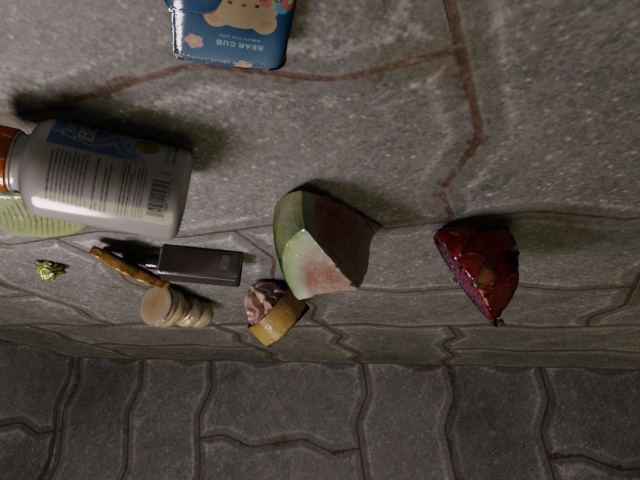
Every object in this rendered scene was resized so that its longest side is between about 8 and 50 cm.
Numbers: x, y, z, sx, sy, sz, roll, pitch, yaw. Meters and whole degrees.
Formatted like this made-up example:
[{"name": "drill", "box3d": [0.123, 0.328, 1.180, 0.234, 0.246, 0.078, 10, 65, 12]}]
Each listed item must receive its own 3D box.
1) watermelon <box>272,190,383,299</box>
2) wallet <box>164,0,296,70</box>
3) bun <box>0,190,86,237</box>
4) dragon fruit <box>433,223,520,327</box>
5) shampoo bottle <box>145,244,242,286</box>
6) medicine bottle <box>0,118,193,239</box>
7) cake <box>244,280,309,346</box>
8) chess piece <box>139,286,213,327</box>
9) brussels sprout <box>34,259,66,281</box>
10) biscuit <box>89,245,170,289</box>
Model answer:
[{"name": "watermelon", "box3d": [0.000, 0.000, 1.042, 0.231, 0.193, 0.310, 24, 143, 1]}, {"name": "wallet", "box3d": [-0.088, -0.261, 0.490, 0.141, 0.059, 0.202, 1, 160, -12]}, {"name": "bun", "box3d": [-0.542, -0.085, 0.922, 0.221, 0.108, 0.221, -5, 159, -2]}, {"name": "dragon fruit", "box3d": [0.357, 0.044, 1.041, 0.148, 0.219, 0.224, -32, -164, 3]}, {"name": "shampoo bottle", "box3d": [-0.331, 0.068, 1.293, 0.245, 0.080, 0.079, 7, 157, -6]}, {"name": "medicine bottle", "box3d": [-0.363, -0.101, 0.787, 0.288, 0.157, 0.157, 12, 156, -18]}, {"name": "cake", "box3d": [-0.156, 0.206, 1.512, 0.178, 0.185, 0.207, 46, 180, 3]}, {"name": "chess piece", "box3d": [-0.472, 0.243, 1.689, 0.142, 0.143, 0.261, -9, 159, 27]}, {"name": "brussels sprout", "box3d": [-0.801, 0.093, 1.460, 0.085, 0.058, 0.085, -12, 166, -3]}, {"name": "biscuit", "box3d": [-0.508, 0.080, 1.321, 0.184, 0.035, 0.249, 26, 171, 15]}]
